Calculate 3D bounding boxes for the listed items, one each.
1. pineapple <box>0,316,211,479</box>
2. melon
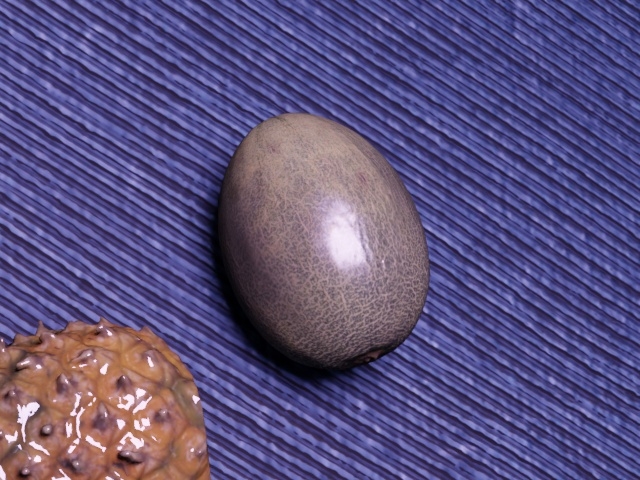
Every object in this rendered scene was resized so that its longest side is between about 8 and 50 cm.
[{"bbox_3d":[-0.174,0.100,0.777,0.251,0.125,0.125,-6,68,-25],"label":"pineapple"},{"bbox_3d":[0.000,0.000,0.934,0.098,0.098,0.130,-11,66,-34],"label":"melon"}]
